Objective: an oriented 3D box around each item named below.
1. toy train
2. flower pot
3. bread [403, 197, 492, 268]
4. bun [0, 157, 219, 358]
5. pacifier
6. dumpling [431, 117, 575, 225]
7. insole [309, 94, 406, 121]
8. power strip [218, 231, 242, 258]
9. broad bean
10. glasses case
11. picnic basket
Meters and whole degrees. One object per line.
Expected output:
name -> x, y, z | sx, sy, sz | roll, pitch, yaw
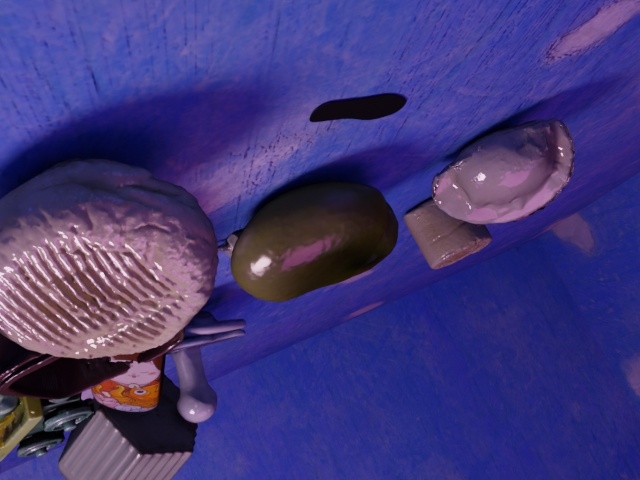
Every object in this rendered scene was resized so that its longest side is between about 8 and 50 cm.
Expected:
toy train -> -0.576, 0.320, 1.142 | 0.237, 0.150, 0.369 | -5, 155, -42
flower pot -> -0.385, 0.401, 1.265 | 0.189, 0.209, 0.239 | -51, -162, 22
bread -> 0.275, -0.027, 1.348 | 0.148, 0.141, 0.134 | -24, 163, -11
bun -> -0.210, 0.008, 0.588 | 0.221, 0.134, 0.220 | -9, 134, -10
pacifier -> -0.255, 0.255, 1.267 | 0.239, 0.225, 0.287 | -14, 174, 20
dumpling -> 0.319, -0.107, 1.072 | 0.247, 0.172, 0.142 | -24, -161, 20
insole -> 0.048, -0.154, 0.729 | 0.153, 0.002, 0.053 | -15, 164, -38
power strip -> -0.064, -0.012, 1.021 | 0.253, 0.027, 0.060 | -17, 164, -33
broad bean -> 0.000, -0.001, 0.943 | 0.291, 0.119, 0.238 | -13, 153, -35
glasses case -> -0.330, 0.205, 1.066 | 0.122, 0.082, 0.320 | 12, 137, -7
picnic basket -> -0.299, 0.100, 0.803 | 0.223, 0.129, 0.297 | -24, 168, -13
